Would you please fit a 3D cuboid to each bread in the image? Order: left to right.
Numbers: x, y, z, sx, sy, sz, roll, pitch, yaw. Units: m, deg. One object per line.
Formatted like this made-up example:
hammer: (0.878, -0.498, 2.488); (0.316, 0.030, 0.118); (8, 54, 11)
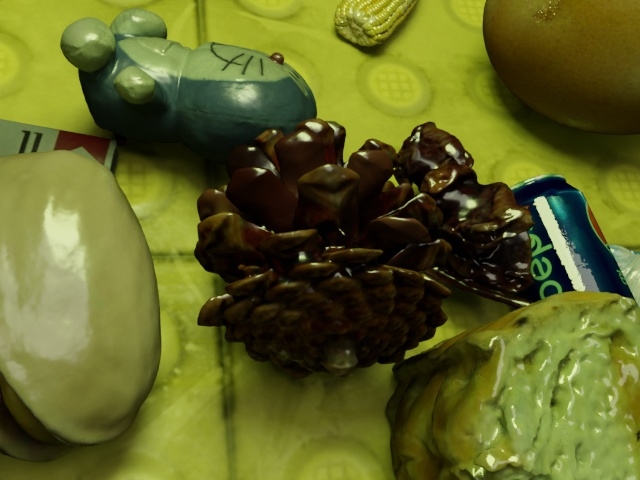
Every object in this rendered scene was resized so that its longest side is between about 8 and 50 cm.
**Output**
bread: (0.177, 0.163, 0.643); (0.196, 0.252, 0.238); (18, 64, -10)

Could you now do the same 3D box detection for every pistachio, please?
pistachio: (-0.241, 0.044, 0.625); (0.197, 0.166, 0.288); (21, 46, -53)

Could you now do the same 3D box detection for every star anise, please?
star anise: (0.143, -0.032, 0.768); (0.126, 0.190, 0.220); (-20, 23, -5)

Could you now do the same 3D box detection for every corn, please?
corn: (0.087, -0.339, 0.995); (0.085, 0.063, 0.165); (18, 54, 23)

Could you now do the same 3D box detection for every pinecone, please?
pinecone: (-0.007, 0.004, 0.680); (0.264, 0.264, 0.264); (6, 61, -12)

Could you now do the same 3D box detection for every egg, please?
egg: (0.386, -0.280, 0.912); (0.351, 0.282, 0.282); (7, 61, -10)

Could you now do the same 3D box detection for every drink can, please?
drink can: (0.277, 0.031, 0.811); (0.118, 0.118, 0.205); (-9, 65, -19)

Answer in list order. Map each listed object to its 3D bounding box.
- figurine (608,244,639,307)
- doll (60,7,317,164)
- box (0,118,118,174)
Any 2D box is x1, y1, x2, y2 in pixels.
figurine: (0.374, 0.065, 0.852); (0.114, 0.079, 0.114); (-2, 100, -15)
doll: (-0.131, -0.164, 0.778); (0.258, 0.154, 0.228); (8, 19, 2)
box: (-0.318, -0.071, 0.754); (0.177, 0.036, 0.115); (10, 61, -10)
